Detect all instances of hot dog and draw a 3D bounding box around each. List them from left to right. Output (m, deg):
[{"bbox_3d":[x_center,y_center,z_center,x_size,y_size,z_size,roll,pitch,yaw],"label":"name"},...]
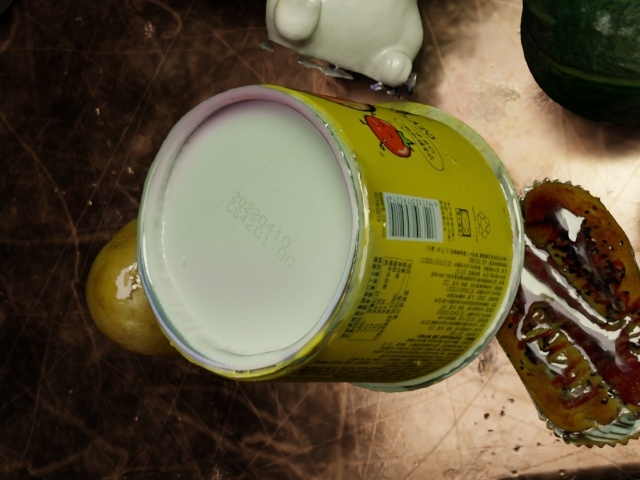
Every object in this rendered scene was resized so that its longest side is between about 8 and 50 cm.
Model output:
[{"bbox_3d":[0.251,0.072,0.700,0.162,0.082,0.270,-27,80,19],"label":"hot dog"}]

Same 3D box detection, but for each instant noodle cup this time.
[{"bbox_3d":[0.000,0.000,0.672,0.325,0.254,0.325,-2,86,34],"label":"instant noodle cup"}]

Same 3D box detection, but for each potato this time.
[{"bbox_3d":[-0.207,0.050,0.838,0.178,0.158,0.203,45,99,15],"label":"potato"}]

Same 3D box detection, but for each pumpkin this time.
[{"bbox_3d":[0.288,-0.247,0.584,0.207,0.300,0.300,13,93,26],"label":"pumpkin"}]

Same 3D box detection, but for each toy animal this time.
[{"bbox_3d":[0.065,-0.318,0.708,0.183,0.247,0.310,23,107,10],"label":"toy animal"}]

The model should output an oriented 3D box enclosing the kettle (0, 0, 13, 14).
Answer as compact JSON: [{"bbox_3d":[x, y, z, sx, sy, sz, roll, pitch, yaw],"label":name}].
[{"bbox_3d":[-0.565,-0.391,1.007,0.232,0.144,0.202,25,128,26],"label":"kettle"}]
